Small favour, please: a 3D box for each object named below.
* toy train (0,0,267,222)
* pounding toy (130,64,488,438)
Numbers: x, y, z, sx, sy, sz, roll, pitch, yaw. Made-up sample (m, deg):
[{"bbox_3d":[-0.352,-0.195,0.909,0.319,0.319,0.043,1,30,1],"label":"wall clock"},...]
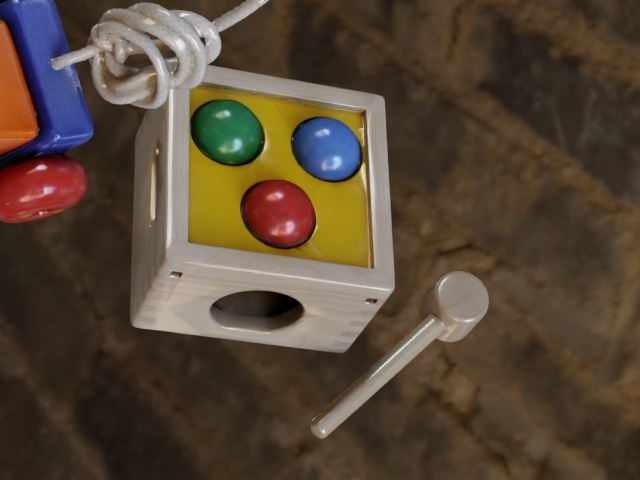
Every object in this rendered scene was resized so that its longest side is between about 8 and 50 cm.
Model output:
[{"bbox_3d":[-0.151,-0.056,0.618,0.248,0.143,0.105,-21,-95,33],"label":"toy train"},{"bbox_3d":[0.006,0.009,0.903,0.094,0.206,0.181,124,-30,-55],"label":"pounding toy"}]
